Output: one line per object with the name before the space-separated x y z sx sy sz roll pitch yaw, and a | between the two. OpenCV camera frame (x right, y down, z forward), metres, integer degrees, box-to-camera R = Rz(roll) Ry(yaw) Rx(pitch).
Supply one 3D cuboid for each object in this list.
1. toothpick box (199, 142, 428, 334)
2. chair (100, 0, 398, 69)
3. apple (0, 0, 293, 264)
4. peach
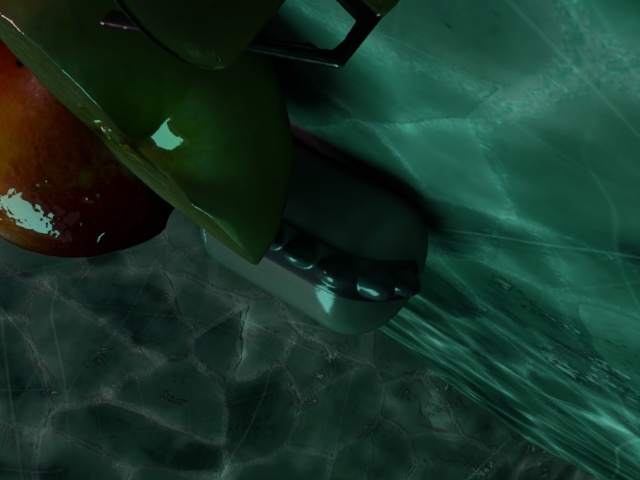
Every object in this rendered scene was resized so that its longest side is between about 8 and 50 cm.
toothpick box | 0.000 0.000 1.041 0.316 0.229 0.229 29 170 34
chair | -0.050 -0.185 0.404 0.247 0.172 0.159 38 174 36
apple | -0.198 -0.138 0.835 0.311 0.320 0.360 -3 -166 -24
peach | -0.363 -0.144 1.167 0.388 0.388 0.388 34 172 5
